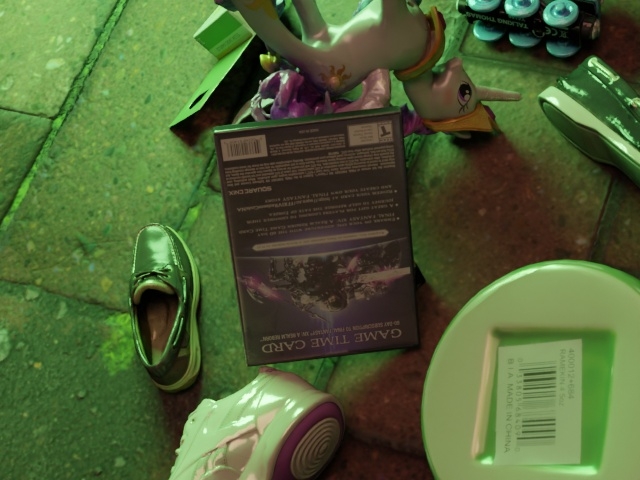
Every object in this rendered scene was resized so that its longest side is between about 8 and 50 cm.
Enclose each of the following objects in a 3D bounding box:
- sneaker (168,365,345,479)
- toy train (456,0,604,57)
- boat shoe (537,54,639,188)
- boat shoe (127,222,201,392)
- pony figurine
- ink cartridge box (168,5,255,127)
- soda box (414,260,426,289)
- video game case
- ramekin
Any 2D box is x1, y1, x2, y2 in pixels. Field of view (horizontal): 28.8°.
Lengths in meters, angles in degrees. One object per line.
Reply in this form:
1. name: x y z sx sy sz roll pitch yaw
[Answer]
1. sneaker: -0.112 0.263 1.333 0.305 0.114 0.152 -44 45 -14
2. toy train: 0.261 -0.292 1.524 0.184 0.080 0.105 16 62 25
3. boat shoe: 0.368 -0.103 1.364 0.091 0.114 0.302 -43 59 -1
4. boat shoe: -0.188 0.067 1.468 0.080 0.073 0.224 -16 59 9
5. pony figurine: 0.023 -0.195 1.389 0.351 0.363 0.303 -24 42 7
6. ink cartridge box: -0.122 -0.258 1.579 0.056 0.171 0.235 41 75 -13
7. soda box: 0.043 0.004 1.442 0.060 0.053 0.169 -41 58 -7
8. video game case: 0.000 0.000 1.332 0.196 0.274 0.026 -7 23 -1
9. ramekin: 0.242 0.165 1.178 0.303 0.148 0.303 -16 63 33
